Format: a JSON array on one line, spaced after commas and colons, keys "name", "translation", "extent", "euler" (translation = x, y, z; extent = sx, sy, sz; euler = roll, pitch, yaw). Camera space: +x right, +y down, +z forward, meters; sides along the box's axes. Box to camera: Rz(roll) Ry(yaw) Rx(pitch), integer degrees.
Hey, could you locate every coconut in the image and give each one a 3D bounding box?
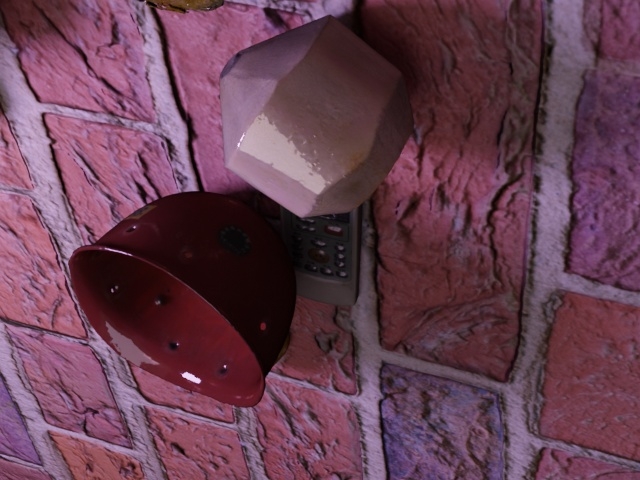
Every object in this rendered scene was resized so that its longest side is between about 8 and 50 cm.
[{"name": "coconut", "translation": [-0.016, -0.153, 1.325], "extent": [0.241, 0.241, 0.241], "euler": [15, 141, 12]}]

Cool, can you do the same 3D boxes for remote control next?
[{"name": "remote control", "translation": [0.000, 0.000, 1.633], "extent": [0.123, 0.038, 0.285], "euler": [16, 142, 11]}]

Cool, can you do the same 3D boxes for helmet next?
[{"name": "helmet", "translation": [-0.174, 0.057, 1.641], "extent": [0.337, 0.230, 0.385], "euler": [43, 153, -12]}]

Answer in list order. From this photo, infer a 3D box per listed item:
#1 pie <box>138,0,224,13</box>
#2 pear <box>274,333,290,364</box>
[{"name": "pie", "translation": [-0.233, -0.339, 1.221], "extent": [0.296, 0.078, 0.371], "euler": [23, 177, -27]}, {"name": "pear", "translation": [-0.129, 0.180, 1.866], "extent": [0.141, 0.104, 0.141], "euler": [16, 146, 11]}]
